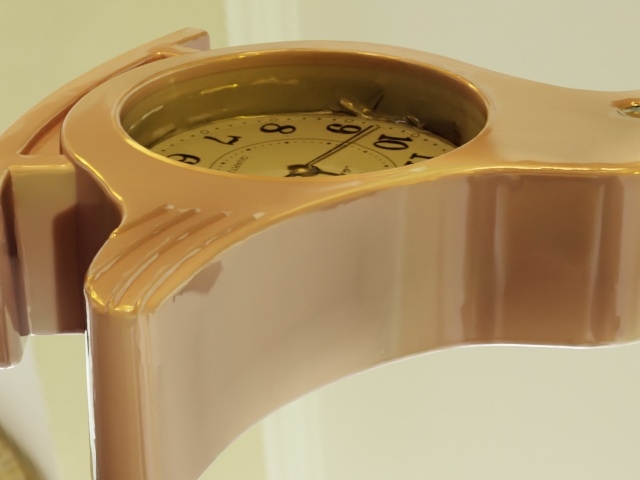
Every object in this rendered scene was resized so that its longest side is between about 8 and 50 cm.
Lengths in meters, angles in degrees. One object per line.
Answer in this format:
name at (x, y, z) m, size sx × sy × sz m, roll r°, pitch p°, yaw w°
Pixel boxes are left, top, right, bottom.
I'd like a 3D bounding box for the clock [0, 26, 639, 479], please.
clock at (0.000, 0.000, 0.589) m, size 0.275 × 0.290 × 0.080 m, roll 9°, pitch -63°, yaw 19°
